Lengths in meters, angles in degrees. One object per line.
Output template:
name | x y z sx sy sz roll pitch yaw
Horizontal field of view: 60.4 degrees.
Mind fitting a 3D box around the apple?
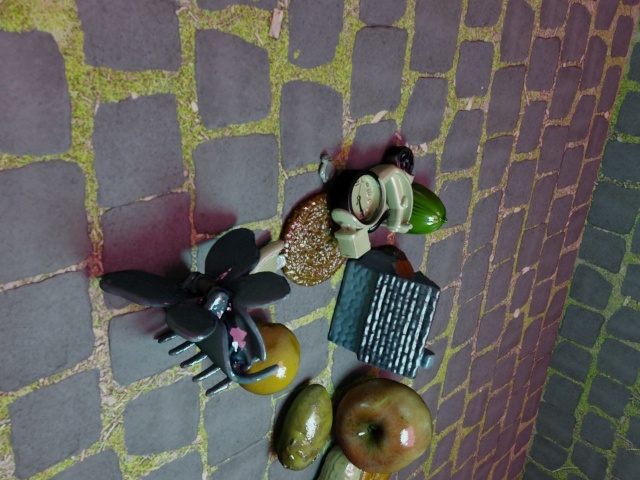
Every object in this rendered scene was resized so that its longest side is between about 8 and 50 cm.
apple | 0.229 0.650 1.975 0.305 0.338 0.338 -3 112 -65

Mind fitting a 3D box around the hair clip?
hair clip | -0.250 0.179 1.278 0.392 0.318 0.238 -23 128 -36

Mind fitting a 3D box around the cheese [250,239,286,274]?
cheese | -0.190 0.097 1.492 0.235 0.050 0.127 -27 125 -25

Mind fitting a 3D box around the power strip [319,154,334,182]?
power strip | 0.023 -0.205 1.574 0.055 0.035 0.083 -29 130 -33

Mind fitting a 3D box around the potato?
potato | -0.045 0.619 1.817 0.176 0.141 0.298 14 99 -57

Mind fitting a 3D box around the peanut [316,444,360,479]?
peanut | 0.056 0.914 2.055 0.152 0.152 0.313 23 91 -48

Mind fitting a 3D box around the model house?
model house | 0.266 0.231 1.803 0.297 0.339 0.360 4 105 -44

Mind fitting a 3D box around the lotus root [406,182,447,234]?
lotus root | 0.360 -0.088 1.869 0.186 0.186 0.186 -21 123 -37

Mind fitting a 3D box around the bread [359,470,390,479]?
bread | 0.214 0.955 2.266 0.235 0.099 0.210 25 90 -48

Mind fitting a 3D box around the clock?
clock | 0.178 -0.121 1.690 0.379 0.120 0.276 -27 114 -40

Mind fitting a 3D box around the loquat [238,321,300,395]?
loquat | -0.153 0.327 1.526 0.208 0.208 0.208 -21 123 -37

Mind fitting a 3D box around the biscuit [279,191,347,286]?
biscuit | 0.000 0.000 1.644 0.305 0.038 0.305 -21 123 -37
